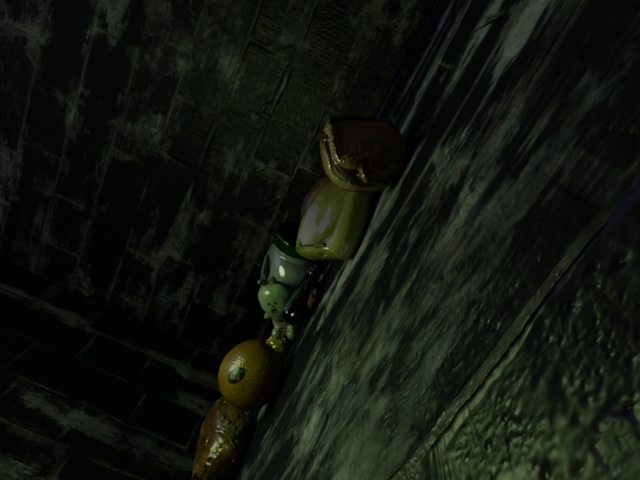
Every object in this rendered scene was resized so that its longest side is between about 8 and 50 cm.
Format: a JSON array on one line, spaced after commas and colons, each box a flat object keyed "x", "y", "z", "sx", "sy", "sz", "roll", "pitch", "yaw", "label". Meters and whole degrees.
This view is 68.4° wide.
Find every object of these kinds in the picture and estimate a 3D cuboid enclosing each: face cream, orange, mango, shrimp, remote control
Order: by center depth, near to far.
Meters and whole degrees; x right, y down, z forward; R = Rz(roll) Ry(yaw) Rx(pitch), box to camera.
[{"x": -0.237, "y": 0.458, "z": 1.607, "sx": 0.237, "sy": 0.236, "sz": 0.236, "roll": -64, "pitch": 5, "yaw": 9, "label": "orange"}, {"x": -0.016, "y": 0.192, "z": 1.712, "sx": 0.178, "sy": 0.034, "sz": 0.124, "roll": 106, "pitch": -172, "yaw": -55, "label": "shrimp"}, {"x": -0.065, "y": 0.184, "z": 1.734, "sx": 0.090, "sy": 0.066, "sz": 0.266, "roll": 98, "pitch": -163, "yaw": -66, "label": "remote control"}, {"x": -0.124, "y": 0.127, "z": 1.947, "sx": 0.313, "sy": 0.219, "sz": 0.357, "roll": -113, "pitch": 37, "yaw": -56, "label": "face cream"}, {"x": 0.012, "y": -0.109, "z": 2.069, "sx": 0.221, "sy": 0.198, "sz": 0.385, "roll": 30, "pitch": 103, "yaw": 67, "label": "mango"}]

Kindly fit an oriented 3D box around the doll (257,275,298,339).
[{"x": -0.161, "y": 0.246, "z": 1.787, "sx": 0.113, "sy": 0.154, "sz": 0.275, "roll": -63, "pitch": -39, "yaw": -63, "label": "doll"}]

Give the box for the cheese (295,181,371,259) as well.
[{"x": 0.053, "y": -0.080, "z": 1.501, "sx": 0.259, "sy": 0.128, "sz": 0.316, "roll": 0, "pitch": 62, "yaw": 46, "label": "cheese"}]

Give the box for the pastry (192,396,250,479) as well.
[{"x": -0.356, "y": 0.747, "z": 1.746, "sx": 0.255, "sy": 0.161, "sz": 0.311, "roll": -49, "pitch": 22, "yaw": 33, "label": "pastry"}]

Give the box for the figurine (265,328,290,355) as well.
[{"x": -0.159, "y": 0.407, "z": 1.855, "sx": 0.115, "sy": 0.095, "sz": 0.156, "roll": -37, "pitch": 0, "yaw": 31, "label": "figurine"}]

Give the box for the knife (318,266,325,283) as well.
[{"x": 0.008, "y": 0.131, "z": 1.881, "sx": 0.054, "sy": 0.015, "sz": 0.212, "roll": -63, "pitch": 5, "yaw": 12, "label": "knife"}]

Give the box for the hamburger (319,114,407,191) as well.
[{"x": 0.119, "y": -0.253, "z": 1.328, "sx": 0.286, "sy": 0.243, "sz": 0.146, "roll": -48, "pitch": -9, "yaw": -40, "label": "hamburger"}]
